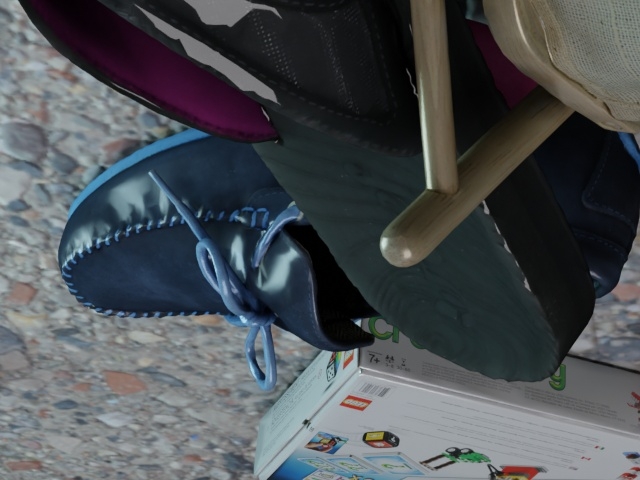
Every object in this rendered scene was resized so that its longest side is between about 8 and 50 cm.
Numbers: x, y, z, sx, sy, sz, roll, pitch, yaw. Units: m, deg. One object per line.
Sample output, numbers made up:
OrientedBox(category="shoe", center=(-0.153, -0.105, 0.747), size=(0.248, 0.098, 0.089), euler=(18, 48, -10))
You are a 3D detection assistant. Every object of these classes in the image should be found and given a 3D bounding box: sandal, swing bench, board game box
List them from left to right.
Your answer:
OrientedBox(category="sandal", center=(-0.027, -0.081, 0.744), size=(0.167, 0.107, 0.446), euler=(7, 141, 51))
OrientedBox(category="board game box", center=(0.129, 0.140, 1.284), size=(0.305, 0.053, 0.193), euler=(15, 148, -17))
OrientedBox(category="swing bench", center=(0.189, -0.080, 0.685), size=(0.253, 0.165, 0.255), euler=(9, -159, 39))

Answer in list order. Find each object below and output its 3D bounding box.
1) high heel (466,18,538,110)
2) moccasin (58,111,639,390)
OrientedBox(category="high heel", center=(-0.004, -0.098, 0.869), size=(0.244, 0.082, 0.117), euler=(13, 162, 12))
OrientedBox(category="moccasin", center=(0.000, 0.000, 0.997), size=(0.342, 0.117, 0.138), euler=(-13, 145, 28))
